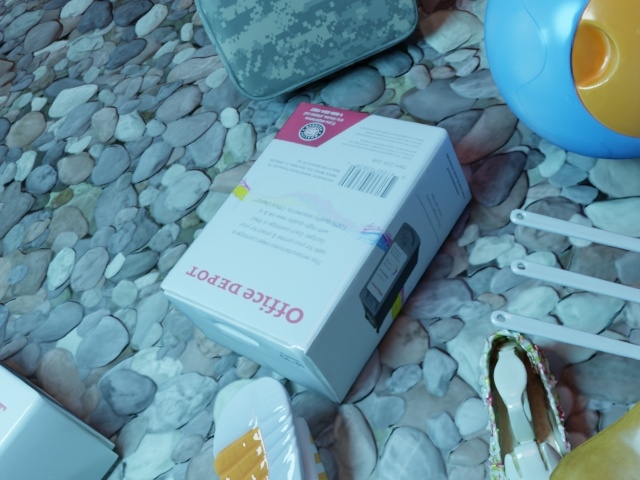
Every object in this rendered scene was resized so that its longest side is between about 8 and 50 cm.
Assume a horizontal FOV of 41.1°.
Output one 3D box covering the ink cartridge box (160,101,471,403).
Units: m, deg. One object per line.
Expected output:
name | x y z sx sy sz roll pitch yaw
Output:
ink cartridge box | 0.000 0.000 0.993 0.226 0.131 0.306 20 66 37

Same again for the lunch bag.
lunch bag | -0.025 -0.370 1.256 0.305 0.212 0.256 -25 30 3

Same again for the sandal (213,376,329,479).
sandal | -0.033 0.269 0.837 0.102 0.076 0.265 -26 66 26

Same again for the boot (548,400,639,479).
boot | 0.272 0.263 0.587 0.211 0.104 0.295 -46 59 16

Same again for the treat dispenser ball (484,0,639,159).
treat dispenser ball | 0.321 -0.231 0.907 0.288 0.288 0.288 -14 49 17

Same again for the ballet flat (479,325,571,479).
ballet flat | 0.187 0.183 0.783 0.091 0.077 0.241 -19 48 11

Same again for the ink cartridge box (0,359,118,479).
ink cartridge box | -0.465 0.306 0.958 0.279 0.160 0.384 21 65 38

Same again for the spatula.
spatula | 0.293 0.052 0.824 0.242 0.019 0.168 14 62 9
